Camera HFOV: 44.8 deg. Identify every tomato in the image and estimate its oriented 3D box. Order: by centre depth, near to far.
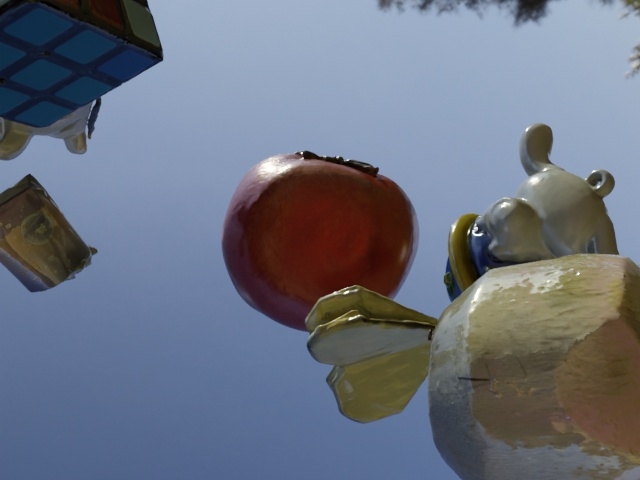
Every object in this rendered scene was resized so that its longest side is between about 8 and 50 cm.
[{"bbox_3d":[0.000,0.000,1.292,0.325,0.293,0.289,14,-86,-7],"label":"tomato"}]

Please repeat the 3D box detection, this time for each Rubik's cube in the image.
[{"bbox_3d":[-0.260,-0.212,0.670,0.160,0.162,0.163,11,-123,-64],"label":"Rubik's cube"}]

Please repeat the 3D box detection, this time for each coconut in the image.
[{"bbox_3d":[0.221,0.124,0.660,0.227,0.230,0.227,16,-107,-63],"label":"coconut"}]

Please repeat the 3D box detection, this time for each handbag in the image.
[{"bbox_3d":[-0.419,0.001,1.142,0.173,0.117,0.095,59,179,-37],"label":"handbag"}]

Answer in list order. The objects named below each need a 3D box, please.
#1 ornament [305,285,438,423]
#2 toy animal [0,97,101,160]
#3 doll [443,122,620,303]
[{"bbox_3d":[0.084,0.138,0.955,0.059,0.180,0.201,-100,-9,-49],"label":"ornament"},{"bbox_3d":[-0.458,-0.223,1.130,0.289,0.249,0.174,-7,-119,-54],"label":"toy animal"},{"bbox_3d":[0.255,-0.020,1.010,0.160,0.242,0.311,16,-128,-21],"label":"doll"}]
